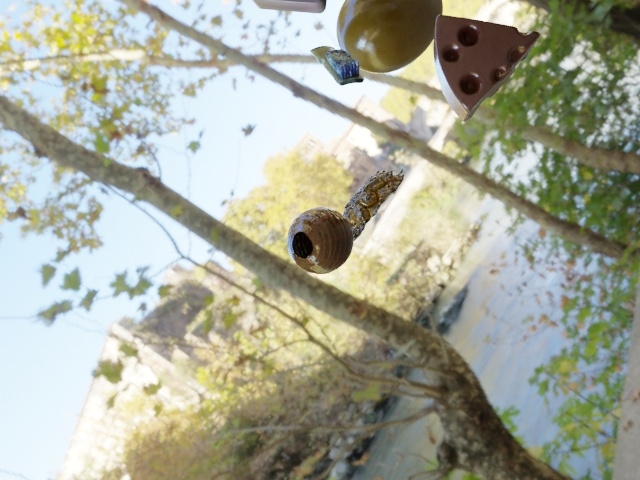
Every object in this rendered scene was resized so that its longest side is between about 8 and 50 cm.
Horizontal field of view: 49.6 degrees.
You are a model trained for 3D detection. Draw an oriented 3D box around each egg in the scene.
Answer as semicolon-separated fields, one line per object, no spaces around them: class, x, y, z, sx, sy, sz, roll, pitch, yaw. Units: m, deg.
egg;0.192;-0.597;1.885;0.322;0.250;0.250;-35;-9;-17

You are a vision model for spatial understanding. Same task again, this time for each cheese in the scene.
cheese;0.309;-0.330;1.378;0.128;0.203;0.177;8;-86;-85

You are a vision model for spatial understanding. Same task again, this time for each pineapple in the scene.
pineapple;0.113;-0.091;1.676;0.225;0.076;0.225;-49;1;1

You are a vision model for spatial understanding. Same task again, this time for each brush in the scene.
brush;0.016;-0.231;0.876;0.033;0.030;0.178;-19;30;-3

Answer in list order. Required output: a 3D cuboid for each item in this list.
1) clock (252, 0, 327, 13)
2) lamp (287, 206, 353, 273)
clock;-0.054;-0.548;1.338;0.063;0.150;0.197;11;-93;-81
lamp;0.000;0.000;1.377;0.136;0.136;0.136;-56;-3;-4
